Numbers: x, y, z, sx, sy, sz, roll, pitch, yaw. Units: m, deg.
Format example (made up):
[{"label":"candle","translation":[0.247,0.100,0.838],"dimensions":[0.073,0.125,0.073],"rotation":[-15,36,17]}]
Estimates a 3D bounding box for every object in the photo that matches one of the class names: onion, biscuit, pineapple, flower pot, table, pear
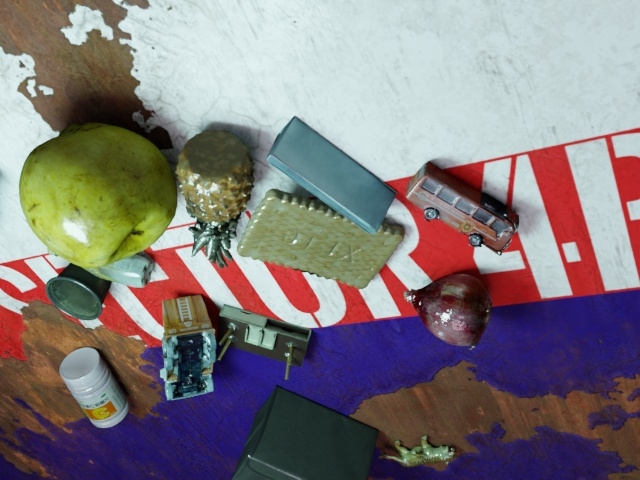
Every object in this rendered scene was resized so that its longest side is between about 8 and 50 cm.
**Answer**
[{"label":"onion","translation":[0.276,0.142,1.567],"dimensions":[0.194,0.159,0.159],"rotation":[16,137,22]},{"label":"biscuit","translation":[0.000,0.000,1.544],"dimensions":[0.324,0.044,0.217],"rotation":[15,134,-18]},{"label":"pineapple","translation":[-0.219,-0.071,1.529],"dimensions":[0.169,0.169,0.340],"rotation":[14,142,5]},{"label":"flower pot","translation":[-0.616,0.118,1.866],"dimensions":[0.157,0.107,0.157],"rotation":[11,134,12]},{"label":"table","translation":[-0.158,0.273,1.861],"dimensions":[0.240,0.111,0.122],"rotation":[16,135,3]},{"label":"pear","translation":[-0.464,-0.098,1.478],"dimensions":[0.303,0.304,0.304],"rotation":[9,135,10]}]

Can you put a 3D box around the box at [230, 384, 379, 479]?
[{"label":"box","translation":[-0.046,0.623,2.068],"dimensions":[0.345,0.251,0.204],"rotation":[26,136,-6]}]

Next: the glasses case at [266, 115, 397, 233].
[{"label":"glasses case","translation":[0.020,-0.124,1.437],"dimensions":[0.266,0.105,0.056],"rotation":[35,160,-15]}]

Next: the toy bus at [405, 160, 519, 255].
[{"label":"toy bus","translation":[0.281,-0.062,1.418],"dimensions":[0.234,0.074,0.096],"rotation":[28,128,-8]}]

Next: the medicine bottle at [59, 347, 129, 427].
[{"label":"medicine bottle","translation":[-0.688,0.452,2.199],"dimensions":[0.133,0.133,0.250],"rotation":[2,132,17]}]

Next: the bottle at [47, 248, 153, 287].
[{"label":"bottle","translation":[-0.554,0.050,1.797],"dimensions":[0.269,0.083,0.083],"rotation":[15,136,9]}]

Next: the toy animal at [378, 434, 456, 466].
[{"label":"toy animal","translation":[0.278,0.628,2.100],"dimensions":[0.241,0.057,0.099],"rotation":[-24,122,34]}]

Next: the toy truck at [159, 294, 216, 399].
[{"label":"toy truck","translation":[-0.358,0.286,1.901],"dimensions":[0.136,0.162,0.305],"rotation":[-8,139,-18]}]
